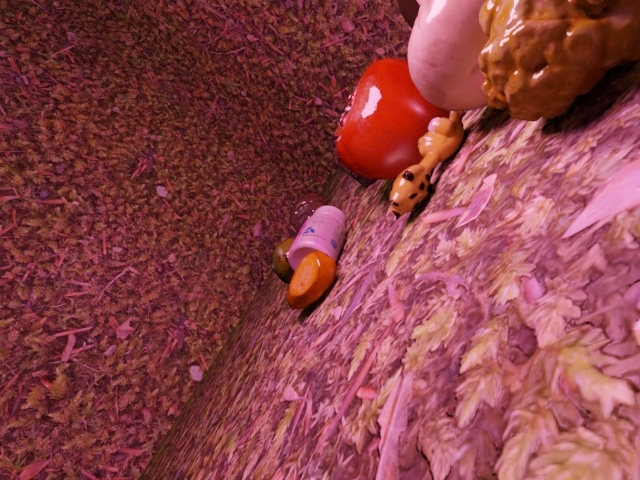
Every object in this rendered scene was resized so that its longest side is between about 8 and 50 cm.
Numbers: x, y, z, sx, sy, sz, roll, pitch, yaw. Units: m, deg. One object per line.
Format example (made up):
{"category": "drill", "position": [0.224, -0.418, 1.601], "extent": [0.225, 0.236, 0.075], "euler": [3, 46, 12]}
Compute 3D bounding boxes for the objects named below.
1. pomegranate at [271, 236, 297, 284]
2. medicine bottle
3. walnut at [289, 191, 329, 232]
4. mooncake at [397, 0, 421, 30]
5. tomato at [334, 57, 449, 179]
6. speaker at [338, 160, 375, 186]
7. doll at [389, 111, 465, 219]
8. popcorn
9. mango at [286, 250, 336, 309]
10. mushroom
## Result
{"category": "pomegranate", "position": [-0.077, 0.089, 1.447], "extent": [0.180, 0.179, 0.210], "euler": [-51, 39, 22]}
{"category": "medicine bottle", "position": [0.000, 0.000, 1.343], "extent": [0.152, 0.152, 0.255], "euler": [-48, 9, 37]}
{"category": "walnut", "position": [-0.050, -0.131, 2.097], "extent": [0.224, 0.224, 0.224], "euler": [-53, 7, 10]}
{"category": "mooncake", "position": [0.392, -0.665, 1.117], "extent": [0.194, 0.356, 0.356], "euler": [-56, 7, 3]}
{"category": "tomato", "position": [0.191, -0.312, 1.142], "extent": [0.341, 0.272, 0.342], "euler": [-158, 90, -87]}
{"category": "speaker", "position": [0.202, -0.341, 1.604], "extent": [0.193, 0.153, 0.231], "euler": [-56, 8, -17]}
{"category": "doll", "position": [0.236, -0.174, 0.904], "extent": [0.291, 0.086, 0.117], "euler": [-55, -22, -16]}
{"category": "popcorn", "position": [0.311, -0.283, 0.534], "extent": [0.255, 0.194, 0.256], "euler": [-59, -12, -70]}
{"category": "mango", "position": [-0.027, 0.123, 1.175], "extent": [0.217, 0.102, 0.141], "euler": [-53, 30, 32]}
{"category": "mushroom", "position": [0.292, -0.415, 0.744], "extent": [0.314, 0.356, 0.315], "euler": [-21, 31, 13]}
